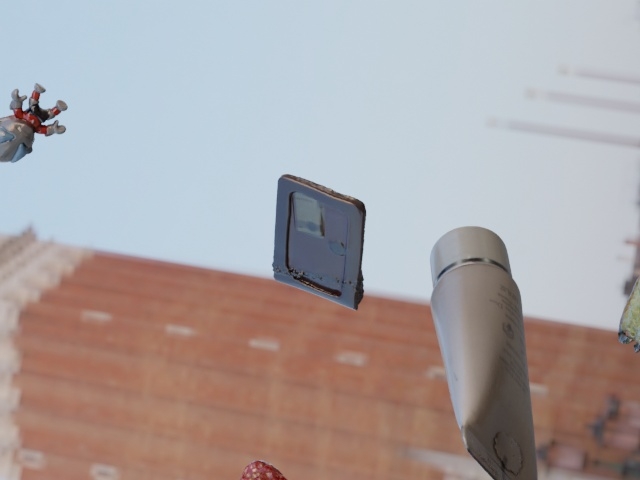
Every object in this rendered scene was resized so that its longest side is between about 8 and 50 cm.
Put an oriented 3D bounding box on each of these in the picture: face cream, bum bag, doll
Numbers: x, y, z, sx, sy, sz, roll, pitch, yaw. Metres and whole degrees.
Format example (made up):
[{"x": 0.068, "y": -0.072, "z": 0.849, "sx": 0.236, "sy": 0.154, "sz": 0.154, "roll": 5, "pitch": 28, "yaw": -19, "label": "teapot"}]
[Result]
[{"x": 0.160, "y": 0.114, "z": 1.758, "sx": 0.143, "sy": 0.089, "sz": 0.314, "roll": 50, "pitch": -158, "yaw": -36, "label": "face cream"}, {"x": 0.000, "y": 0.000, "z": 1.984, "sx": 0.026, "sy": 0.109, "sz": 0.159, "roll": -52, "pitch": -24, "yaw": -42, "label": "bum bag"}, {"x": -0.290, "y": -0.101, "z": 1.754, "sx": 0.057, "sy": 0.114, "sz": 0.039, "roll": 22, "pitch": -147, "yaw": -51, "label": "doll"}]

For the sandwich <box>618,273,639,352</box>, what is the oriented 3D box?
[{"x": 0.412, "y": 0.085, "z": 1.735, "sx": 0.122, "sy": 0.235, "sz": 0.128, "roll": -52, "pitch": -17, "yaw": -78, "label": "sandwich"}]

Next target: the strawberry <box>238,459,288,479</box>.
[{"x": -0.042, "y": 0.291, "z": 1.736, "sx": 0.131, "sy": 0.131, "sz": 0.148, "roll": 76, "pitch": -154, "yaw": -55, "label": "strawberry"}]
